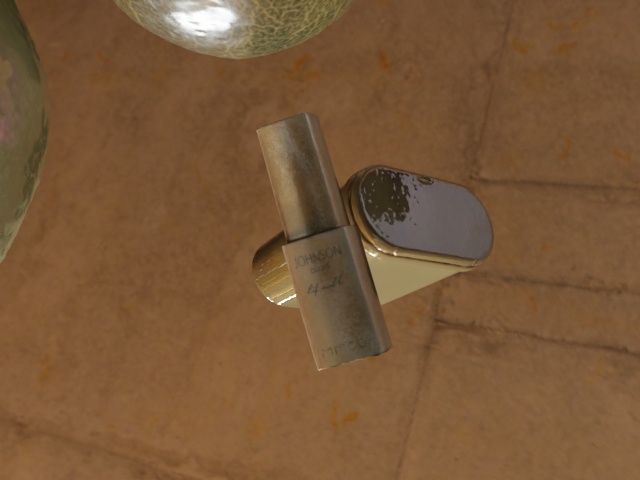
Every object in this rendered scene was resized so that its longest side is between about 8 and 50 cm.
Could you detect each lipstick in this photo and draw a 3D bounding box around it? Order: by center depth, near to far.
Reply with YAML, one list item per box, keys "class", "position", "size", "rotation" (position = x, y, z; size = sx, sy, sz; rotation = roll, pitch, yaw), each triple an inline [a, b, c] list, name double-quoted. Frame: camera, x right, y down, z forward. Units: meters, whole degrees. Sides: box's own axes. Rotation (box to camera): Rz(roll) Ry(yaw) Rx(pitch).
- class: "lipstick"
  position: [0.000, 0.000, 0.883]
  size: [0.079, 0.077, 0.253]
  rotation: [-18, -93, 13]

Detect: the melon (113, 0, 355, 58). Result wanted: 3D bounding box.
- class: "melon"
  position: [-0.056, -0.265, 0.568]
  size: [0.237, 0.301, 0.237]
  rotation: [5, -124, -8]

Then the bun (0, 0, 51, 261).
- class: "bun"
  position: [-0.241, -0.067, 0.289]
  size: [0.283, 0.179, 0.283]
  rotation: [0, -124, 0]

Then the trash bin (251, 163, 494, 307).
- class: "trash bin"
  position: [0.065, 0.012, 1.168]
  size: [0.247, 0.243, 0.121]
  rotation: [-32, -122, 44]
